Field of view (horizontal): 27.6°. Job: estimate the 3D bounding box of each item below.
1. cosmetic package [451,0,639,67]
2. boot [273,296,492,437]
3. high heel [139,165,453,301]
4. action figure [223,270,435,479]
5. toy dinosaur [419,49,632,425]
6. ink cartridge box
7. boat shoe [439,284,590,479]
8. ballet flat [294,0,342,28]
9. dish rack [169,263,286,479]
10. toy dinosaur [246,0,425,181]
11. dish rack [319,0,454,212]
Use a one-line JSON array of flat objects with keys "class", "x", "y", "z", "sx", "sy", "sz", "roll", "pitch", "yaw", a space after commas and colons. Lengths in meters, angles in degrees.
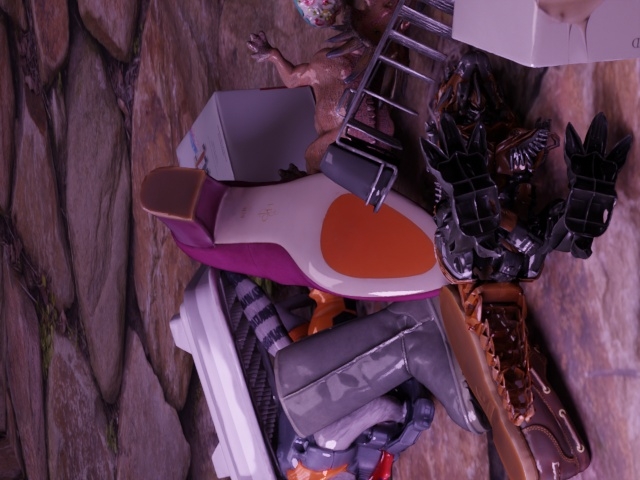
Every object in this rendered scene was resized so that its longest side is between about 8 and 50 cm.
[{"class": "cosmetic package", "x": 0.193, "y": -0.288, "z": 0.914, "sx": 0.113, "sy": 0.160, "sz": 0.310, "roll": 36, "pitch": 130, "yaw": 57}, {"class": "boot", "x": 0.058, "y": 0.147, "z": 1.310, "sx": 0.076, "sy": 0.208, "sz": 0.190, "roll": 43, "pitch": -155, "yaw": -48}, {"class": "high heel", "x": 0.000, "y": 0.000, "z": 1.383, "sx": 0.377, "sy": 0.181, "sz": 0.127, "roll": 18, "pitch": 80, "yaw": 27}, {"class": "action figure", "x": -0.017, "y": 0.191, "z": 1.503, "sx": 0.341, "sy": 0.178, "sz": 0.330, "roll": 124, "pitch": 142, "yaw": -51}, {"class": "toy dinosaur", "x": 0.161, "y": -0.017, "z": 1.120, "sx": 0.322, "sy": 0.164, "sz": 0.218, "roll": 64, "pitch": 164, "yaw": 14}, {"class": "ink cartridge box", "x": -0.085, "y": -0.096, "z": 1.607, "sx": 0.176, "sy": 0.128, "sz": 0.127, "roll": 138, "pitch": 120, "yaw": -62}, {"class": "boat shoe", "x": 0.174, "y": 0.126, "z": 1.186, "sx": 0.073, "sy": 0.073, "sz": 0.207, "roll": 100, "pitch": 150, "yaw": -67}, {"class": "ballet flat", "x": -0.011, "y": -0.356, "z": 1.432, "sx": 0.077, "sy": 0.091, "sz": 0.241, "roll": -19, "pitch": 83, "yaw": 40}, {"class": "dish rack", "x": -0.109, "y": 0.160, "z": 1.607, "sx": 0.333, "sy": 0.072, "sz": 0.286, "roll": -80, "pitch": -27, "yaw": -82}, {"class": "toy dinosaur", "x": 0.038, "y": -0.131, "z": 1.350, "sx": 0.200, "sy": 0.127, "sz": 0.296, "roll": 14, "pitch": 115, "yaw": 56}, {"class": "dish rack", "x": 0.080, "y": -0.166, "z": 1.158, "sx": 0.208, "sy": 0.074, "sz": 0.272, "roll": -68, "pitch": 3, "yaw": -82}]
